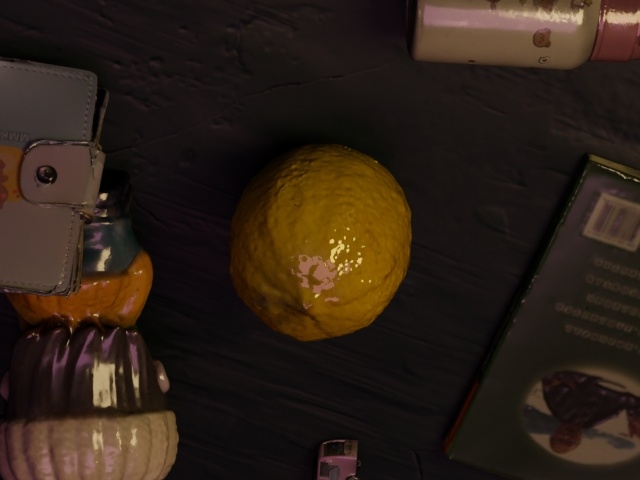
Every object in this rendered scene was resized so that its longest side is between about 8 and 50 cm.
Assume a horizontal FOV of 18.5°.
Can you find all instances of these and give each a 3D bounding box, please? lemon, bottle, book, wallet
[{"bbox_3d":[0.000,0.002,1.838,0.180,0.193,0.180,-6,146,-4],"label":"lemon"},{"bbox_3d":[0.197,-0.210,1.771,0.233,0.110,0.110,2,120,-4],"label":"bottle"},{"bbox_3d":[0.312,0.108,2.000,0.260,0.043,0.371,19,116,-10],"label":"book"},{"bbox_3d":[-0.282,-0.057,1.791,0.170,0.231,0.069,6,162,-3],"label":"wallet"}]

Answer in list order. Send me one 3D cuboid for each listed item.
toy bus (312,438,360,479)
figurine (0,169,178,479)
[{"bbox_3d":[0.016,0.271,2.085,0.052,0.037,0.131,4,121,1],"label":"toy bus"},{"bbox_3d":[-0.235,0.109,1.884,0.185,0.204,0.332,-2,120,2],"label":"figurine"}]
